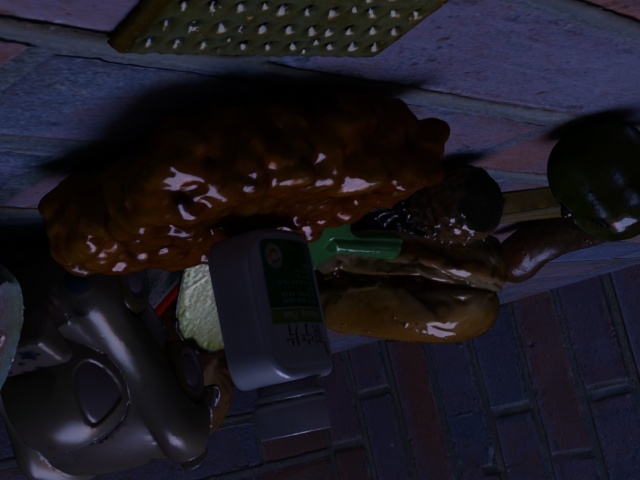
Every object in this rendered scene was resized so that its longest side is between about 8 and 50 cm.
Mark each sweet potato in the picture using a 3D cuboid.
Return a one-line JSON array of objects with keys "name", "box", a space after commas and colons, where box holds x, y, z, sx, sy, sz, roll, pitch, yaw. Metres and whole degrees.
[{"name": "sweet potato", "box": [0.423, -0.004, 1.908, 0.097, 0.097, 0.292, -4, 160, -41]}]

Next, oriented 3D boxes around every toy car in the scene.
[{"name": "toy car", "box": [-0.292, 0.175, 1.247, 0.242, 0.336, 0.226, -16, -149, 14]}]

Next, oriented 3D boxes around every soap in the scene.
[{"name": "soap", "box": [0.341, -0.055, 1.680, 0.252, 0.037, 0.092, -8, 170, -27]}]

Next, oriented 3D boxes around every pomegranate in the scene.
[{"name": "pomegranate", "box": [0.372, -0.084, 1.310, 0.191, 0.152, 0.131, -32, 180, -45]}]

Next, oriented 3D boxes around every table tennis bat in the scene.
[{"name": "table tennis bat", "box": [0.000, 0.000, 1.420, 0.257, 0.039, 0.160, 4, 141, -30]}]

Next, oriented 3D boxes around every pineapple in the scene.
[{"name": "pineapple", "box": [0.143, -0.041, 1.364, 0.108, 0.108, 0.198, -5, 180, -38]}]

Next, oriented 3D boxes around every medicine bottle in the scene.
[{"name": "medicine bottle", "box": [-0.040, 0.085, 0.947, 0.069, 0.183, 0.119, -15, 169, 25]}]

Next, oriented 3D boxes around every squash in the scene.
[{"name": "squash", "box": [-0.096, 0.065, 1.479, 0.237, 0.155, 0.204, -4, 168, -32]}]

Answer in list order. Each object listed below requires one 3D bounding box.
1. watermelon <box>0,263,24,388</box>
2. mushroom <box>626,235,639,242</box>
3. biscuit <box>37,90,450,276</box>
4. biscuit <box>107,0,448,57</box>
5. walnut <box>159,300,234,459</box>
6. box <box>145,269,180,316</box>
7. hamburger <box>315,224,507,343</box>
[{"name": "watermelon", "box": [-0.419, 0.098, 0.957, 0.262, 0.201, 0.213, 22, 121, -14]}, {"name": "mushroom", "box": [0.608, -0.078, 1.653, 0.350, 0.128, 0.128, -16, 170, -2]}, {"name": "biscuit", "box": [-0.076, -0.051, 0.989, 0.318, 0.110, 0.312, -4, 168, -41]}, {"name": "biscuit", "box": [-0.018, -0.160, 0.735, 0.231, 0.016, 0.139, -6, 166, -35]}, {"name": "walnut", "box": [-0.305, 0.242, 1.816, 0.333, 0.332, 0.333, -13, 170, -2]}, {"name": "box", "box": [-0.248, 0.076, 1.469, 0.139, 0.035, 0.245, -50, 175, -9]}, {"name": "hamburger", "box": [0.139, 0.062, 1.633, 0.305, 0.174, 0.284, 5, -173, 21]}]
